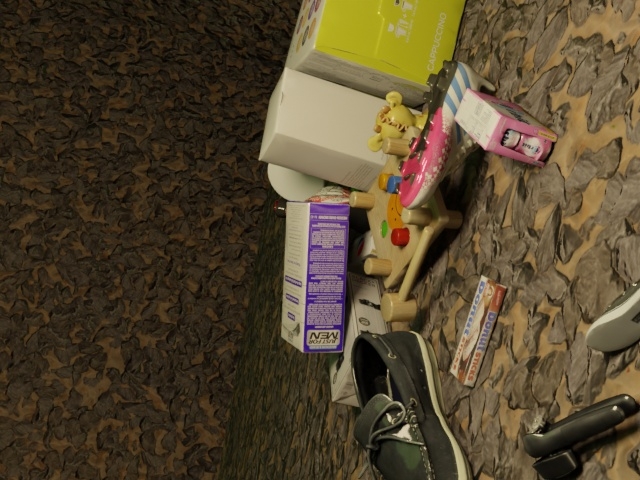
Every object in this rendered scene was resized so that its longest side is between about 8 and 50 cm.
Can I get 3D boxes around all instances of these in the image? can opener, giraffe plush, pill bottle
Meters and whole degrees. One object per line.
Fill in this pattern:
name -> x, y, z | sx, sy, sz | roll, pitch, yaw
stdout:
can opener -> 0.317, 0.232, 0.876 | 0.059, 0.073, 0.186 | -35, -14, -42
giraffe plush -> 0.193, -0.241, 1.582 | 0.210, 0.170, 0.181 | 157, 127, -73
pill bottle -> -0.010, -0.266, 2.108 | 0.204, 0.204, 0.361 | -65, -4, 36

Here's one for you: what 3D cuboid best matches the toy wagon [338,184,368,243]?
toy wagon -> 0.093, -0.121, 2.058 | 0.344, 0.068, 0.267 | -92, 22, -49

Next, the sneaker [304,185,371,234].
sneaker -> 0.085, -0.084, 1.820 | 0.145, 0.270, 0.090 | -46, -45, -55

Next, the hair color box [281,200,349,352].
hair color box -> -0.015, 0.079, 1.669 | 0.185, 0.110, 0.339 | -168, 81, -71

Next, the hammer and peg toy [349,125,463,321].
hammer and peg toy -> 0.184, -0.026, 1.462 | 0.266, 0.127, 0.361 | 120, 147, -47

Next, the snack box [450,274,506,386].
snack box -> 0.265, 0.152, 1.199 | 0.064, 0.022, 0.178 | -134, 60, -75

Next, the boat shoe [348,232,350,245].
boat shoe -> 0.000, 0.000, 1.893 | 0.324, 0.116, 0.123 | -114, 40, -71

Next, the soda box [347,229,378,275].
soda box -> 0.122, 0.031, 1.774 | 0.216, 0.074, 0.069 | 143, 141, -68

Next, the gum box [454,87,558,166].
gum box -> 0.310, -0.192, 1.203 | 0.188, 0.107, 0.062 | -104, 32, -63

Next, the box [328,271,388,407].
box -> 0.085, 0.229, 1.687 | 0.290, 0.087, 0.169 | -97, 26, -56

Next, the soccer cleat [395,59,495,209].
soccer cleat -> 0.249, -0.191, 1.337 | 0.116, 0.143, 0.331 | -38, 30, 65

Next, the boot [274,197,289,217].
boot -> -0.040, -0.105, 2.196 | 0.244, 0.176, 0.088 | -25, -55, -67

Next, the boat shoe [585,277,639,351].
boat shoe -> 0.367, 0.083, 0.838 | 0.142, 0.049, 0.040 | -58, 3, 46

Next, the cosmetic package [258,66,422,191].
cosmetic package -> 0.052, -0.258, 1.745 | 0.155, 0.365, 0.197 | 132, 151, -61

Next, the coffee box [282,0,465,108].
coffee box -> 0.133, -0.539, 1.779 | 0.334, 0.338, 0.338 | 177, 108, -74

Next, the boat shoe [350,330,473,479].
boat shoe -> 0.138, 0.344, 1.227 | 0.500, 0.156, 0.187 | -96, 27, -52
